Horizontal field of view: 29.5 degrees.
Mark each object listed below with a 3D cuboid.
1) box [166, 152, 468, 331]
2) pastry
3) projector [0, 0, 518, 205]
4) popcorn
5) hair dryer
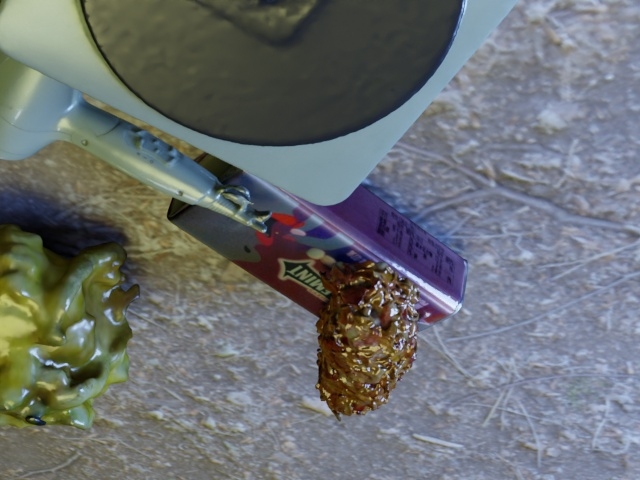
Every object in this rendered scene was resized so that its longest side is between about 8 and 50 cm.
[{"bbox_3d":[0.000,0.000,0.969,0.224,0.069,0.120,33,139,-25],"label":"box"},{"bbox_3d":[0.033,0.086,0.961,0.087,0.063,0.169,12,143,6],"label":"pastry"},{"bbox_3d":[-0.028,-0.167,0.728,0.259,0.079,0.257,26,126,-23],"label":"projector"},{"bbox_3d":[-0.263,0.082,1.060,0.189,0.169,0.218,2,148,15],"label":"popcorn"},{"bbox_3d":[-0.122,-0.091,0.851,0.237,0.075,0.206,37,133,-7],"label":"hair dryer"}]
